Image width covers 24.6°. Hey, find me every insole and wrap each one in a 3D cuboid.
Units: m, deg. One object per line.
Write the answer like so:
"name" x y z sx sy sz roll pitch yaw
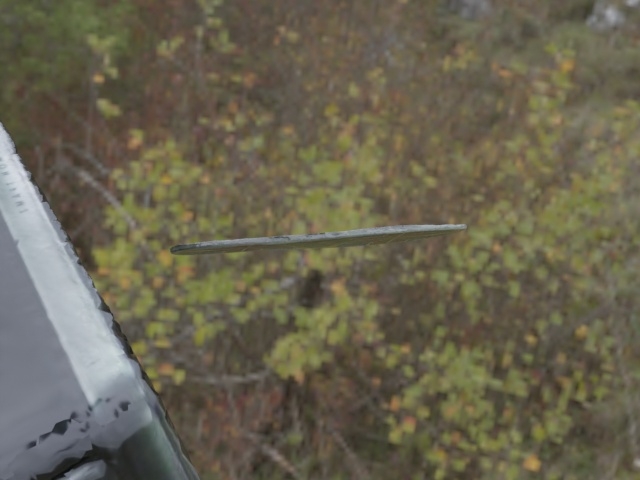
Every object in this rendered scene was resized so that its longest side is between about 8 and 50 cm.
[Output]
"insole" 0.000 0.000 0.941 0.193 0.006 0.065 -5 -6 -14

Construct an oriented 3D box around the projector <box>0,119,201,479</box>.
"projector" -0.285 0.154 0.787 0.405 0.242 0.395 -28 37 -10
